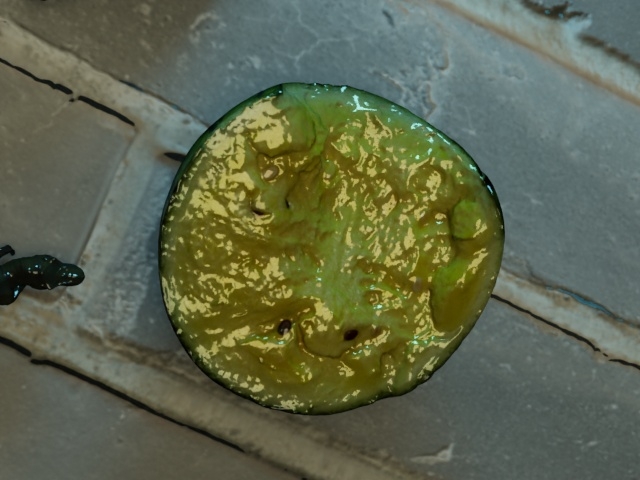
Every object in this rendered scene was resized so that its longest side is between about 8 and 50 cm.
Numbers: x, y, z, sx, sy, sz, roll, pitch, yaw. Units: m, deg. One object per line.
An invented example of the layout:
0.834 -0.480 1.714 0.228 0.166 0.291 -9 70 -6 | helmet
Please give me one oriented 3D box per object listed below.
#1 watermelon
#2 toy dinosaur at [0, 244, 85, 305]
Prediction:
0.000 0.000 1.762 0.331 0.189 0.330 -1 105 -5 | watermelon
-0.315 0.051 1.688 0.187 0.179 0.087 -33 101 -13 | toy dinosaur
